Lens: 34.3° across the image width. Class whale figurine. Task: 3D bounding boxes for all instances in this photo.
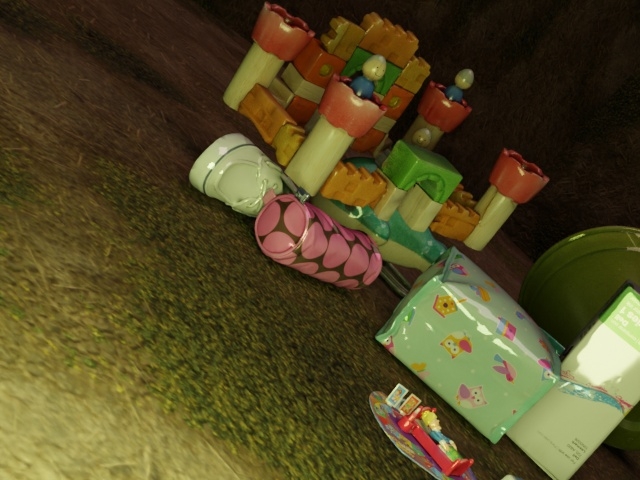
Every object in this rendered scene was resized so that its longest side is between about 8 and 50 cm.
[{"bbox_3d":[0.118,-0.041,1.760,0.272,0.141,0.216,32,11,4],"label":"whale figurine"}]

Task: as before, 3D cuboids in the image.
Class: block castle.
[{"bbox_3d":[0.109,-0.182,1.546,0.453,0.213,0.303,16,26,-42],"label":"block castle"}]

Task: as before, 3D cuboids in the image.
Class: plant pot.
[{"bbox_3d":[0.600,0.213,2.049,0.366,0.366,0.353,38,23,-18],"label":"plant pot"}]

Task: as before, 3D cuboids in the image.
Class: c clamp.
[{"bbox_3d":[0.130,0.059,1.786,0.137,0.022,0.161,28,17,-50],"label":"c clamp"}]

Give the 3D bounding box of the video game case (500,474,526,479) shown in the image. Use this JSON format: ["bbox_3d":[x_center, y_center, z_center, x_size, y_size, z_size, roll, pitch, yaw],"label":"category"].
[{"bbox_3d":[0.367,0.423,1.184,0.300,0.036,0.329,30,17,-45],"label":"video game case"}]

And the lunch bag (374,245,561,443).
[{"bbox_3d":[0.216,0.132,1.463,0.223,0.160,0.262,41,17,2],"label":"lunch bag"}]

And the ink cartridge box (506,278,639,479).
[{"bbox_3d":[0.405,0.201,1.525,0.117,0.278,0.201,41,11,12],"label":"ink cartridge box"}]

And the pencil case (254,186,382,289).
[{"bbox_3d":[0.000,0.000,1.405,0.209,0.095,0.098,30,21,-54],"label":"pencil case"}]

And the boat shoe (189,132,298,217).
[{"bbox_3d":[-0.088,-0.078,1.397,0.084,0.095,0.258,40,12,16],"label":"boat shoe"}]

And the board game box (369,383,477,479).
[{"bbox_3d":[0.128,0.219,1.156,0.168,0.033,0.133,38,12,-16],"label":"board game box"}]

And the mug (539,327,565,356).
[{"bbox_3d":[0.389,0.224,1.833,0.129,0.097,0.158,43,11,11],"label":"mug"}]
